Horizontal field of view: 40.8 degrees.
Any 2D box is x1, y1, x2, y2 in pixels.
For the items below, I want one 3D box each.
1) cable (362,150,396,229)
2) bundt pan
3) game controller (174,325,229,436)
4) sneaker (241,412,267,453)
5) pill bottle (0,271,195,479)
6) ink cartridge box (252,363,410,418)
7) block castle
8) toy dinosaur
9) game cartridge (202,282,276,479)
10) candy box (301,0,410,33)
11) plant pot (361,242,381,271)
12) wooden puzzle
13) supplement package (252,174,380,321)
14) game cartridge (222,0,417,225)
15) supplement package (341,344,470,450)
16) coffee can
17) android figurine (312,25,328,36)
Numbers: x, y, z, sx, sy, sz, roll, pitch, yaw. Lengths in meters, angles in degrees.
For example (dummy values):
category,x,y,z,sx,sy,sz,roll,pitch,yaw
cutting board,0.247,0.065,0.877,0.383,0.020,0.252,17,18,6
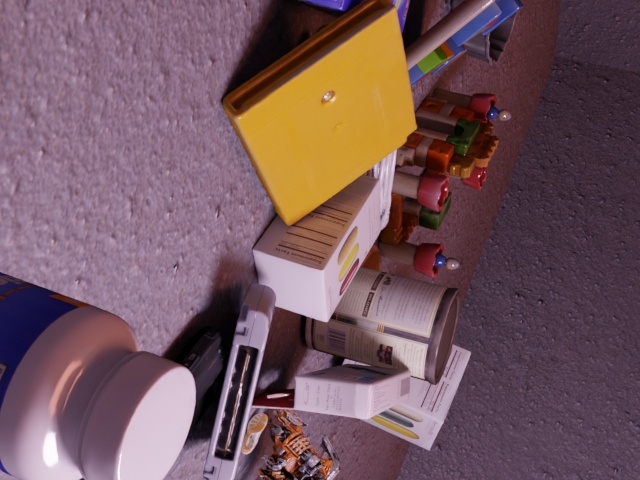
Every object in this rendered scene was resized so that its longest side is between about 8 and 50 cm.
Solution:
category,x,y,z,sx,sy,sz,roll,pitch,yaw
cable,0.104,-0.178,1.663,0.257,0.089,0.257,87,11,-65
bundt pan,0.420,-0.620,2.191,0.331,0.124,0.330,15,90,-71
game controller,-0.229,0.270,1.244,0.319,0.067,0.166,-54,167,-43
sneaker,-0.128,0.365,1.627,0.083,0.032,0.037,-58,170,-25
pill bottle,-0.249,0.114,0.723,0.152,0.272,0.152,16,90,-71
ink cartridge box,0.008,0.271,1.596,0.296,0.261,0.066,12,81,-71
block castle,0.318,-0.156,2.147,0.303,0.213,0.453,88,27,-42
toy dinosaur,-0.050,0.484,1.620,0.164,0.219,0.321,54,11,-48
game cartridge,-0.127,0.226,1.381,0.198,0.062,0.297,-64,168,-79
candy box,0.065,-0.480,1.336,0.317,0.122,0.268,-16,122,-69
plant pot,0.094,0.111,2.020,0.236,0.032,0.236,16,90,-70
wooden puzzle,0.286,-0.428,1.770,0.322,0.080,0.348,-36,-175,32
supplement package,0.000,0.000,1.519,0.139,0.134,0.244,85,29,-45
game cartridge,0.014,-0.189,1.337,0.285,0.052,0.323,-36,152,-7
supplement package,0.190,0.335,2.064,0.199,0.263,0.198,96,20,-57
coffee can,0.132,0.165,1.781,0.201,0.276,0.201,14,90,-73
android figurine,0.007,-0.248,1.465,0.272,0.056,0.248,-62,157,-26
